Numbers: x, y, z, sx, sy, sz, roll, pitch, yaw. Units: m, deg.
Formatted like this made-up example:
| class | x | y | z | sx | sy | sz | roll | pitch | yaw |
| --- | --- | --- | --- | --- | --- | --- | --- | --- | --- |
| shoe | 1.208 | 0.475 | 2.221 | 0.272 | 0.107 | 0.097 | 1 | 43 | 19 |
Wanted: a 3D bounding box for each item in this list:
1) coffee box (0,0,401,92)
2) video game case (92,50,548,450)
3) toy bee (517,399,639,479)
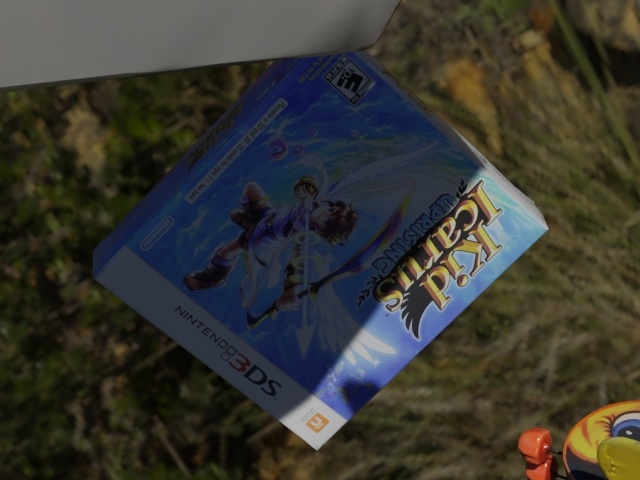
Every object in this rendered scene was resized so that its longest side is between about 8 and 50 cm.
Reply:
| class | x | y | z | sx | sy | sz | roll | pitch | yaw |
| --- | --- | --- | --- | --- | --- | --- | --- | --- | --- |
| coffee box | -0.108 | -0.283 | 0.490 | 0.334 | 0.338 | 0.337 | -14 | -36 | -49 |
| video game case | 0.000 | 0.000 | 1.202 | 0.269 | 0.244 | 0.061 | -45 | 22 | 12 |
| toy bee | 0.191 | 0.162 | 0.864 | 0.162 | 0.195 | 0.298 | -3 | 23 | 20 |
